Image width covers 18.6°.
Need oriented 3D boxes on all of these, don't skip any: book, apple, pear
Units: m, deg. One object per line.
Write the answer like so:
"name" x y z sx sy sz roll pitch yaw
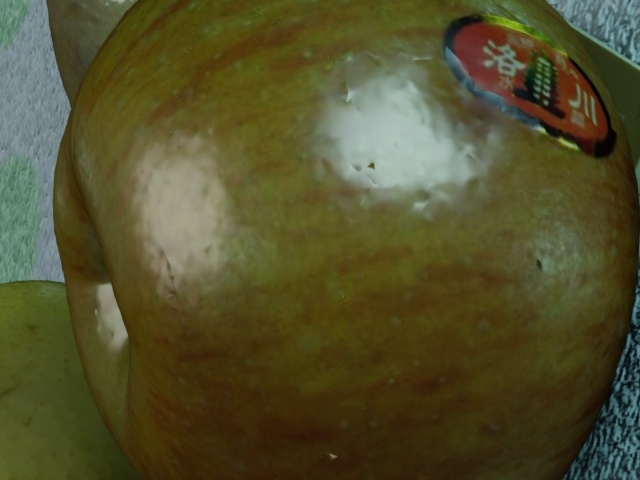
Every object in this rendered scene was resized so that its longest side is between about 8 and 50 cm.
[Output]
"book" 0.167 -0.072 1.282 0.172 0.012 0.118 49 123 59
"apple" 0.000 0.000 1.205 0.400 0.333 0.400 -172 90 -68
"pear" -0.235 0.204 1.611 0.348 0.348 0.348 -35 50 54

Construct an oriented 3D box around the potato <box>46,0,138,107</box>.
"potato" -0.151 -0.158 1.748 0.211 0.189 0.264 36 112 61
